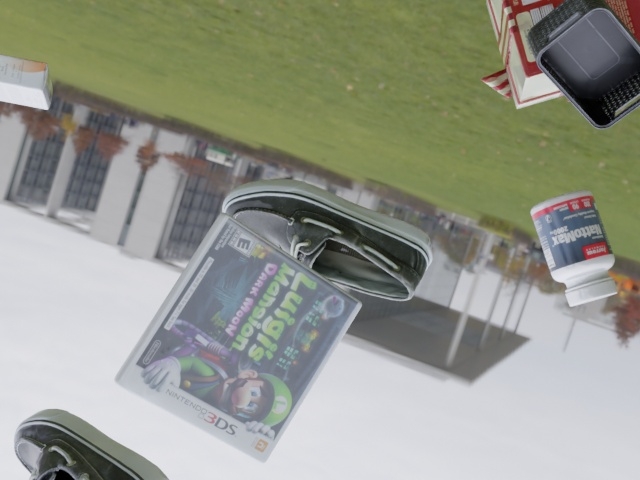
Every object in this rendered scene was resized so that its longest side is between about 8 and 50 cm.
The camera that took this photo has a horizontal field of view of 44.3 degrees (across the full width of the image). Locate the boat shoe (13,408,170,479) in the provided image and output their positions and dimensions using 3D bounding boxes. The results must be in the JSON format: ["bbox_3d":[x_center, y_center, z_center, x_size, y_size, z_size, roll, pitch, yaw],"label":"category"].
[{"bbox_3d":[-0.309,0.296,0.968,0.301,0.108,0.102,13,-154,37],"label":"boat shoe"}]

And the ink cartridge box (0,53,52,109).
[{"bbox_3d":[-0.464,-0.227,1.076,0.179,0.045,0.145,12,175,-16],"label":"ink cartridge box"}]

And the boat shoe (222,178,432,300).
[{"bbox_3d":[0.000,0.000,1.185,0.335,0.121,0.119,14,-135,11],"label":"boat shoe"}]

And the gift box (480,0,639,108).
[{"bbox_3d":[0.416,-0.395,1.418,0.276,0.255,0.258,-11,175,11],"label":"gift box"}]

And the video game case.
[{"bbox_3d":[-0.075,0.097,0.768,0.173,0.190,0.022,34,173,-20],"label":"video game case"}]

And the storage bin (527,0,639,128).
[{"bbox_3d":[0.413,-0.273,1.187,0.180,0.122,0.084,38,-149,-24],"label":"storage bin"}]

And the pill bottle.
[{"bbox_3d":[0.434,0.014,1.332,0.108,0.180,0.108,-16,169,-3],"label":"pill bottle"}]
